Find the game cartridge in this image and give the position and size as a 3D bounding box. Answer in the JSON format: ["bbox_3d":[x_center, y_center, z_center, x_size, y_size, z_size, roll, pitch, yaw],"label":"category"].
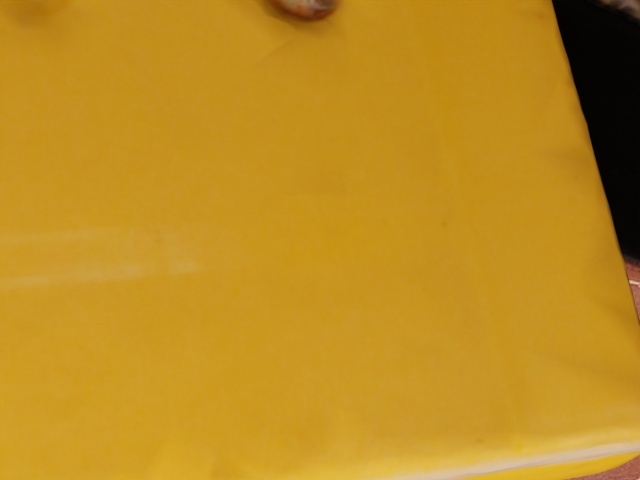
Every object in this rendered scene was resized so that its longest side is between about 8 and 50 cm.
[{"bbox_3d":[-0.083,-0.058,0.475,0.324,0.285,0.053,-4,162,-26],"label":"game cartridge"}]

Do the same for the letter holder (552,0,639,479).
[{"bbox_3d":[0.000,0.000,0.695,0.302,0.152,0.214,20,132,-29],"label":"letter holder"}]
